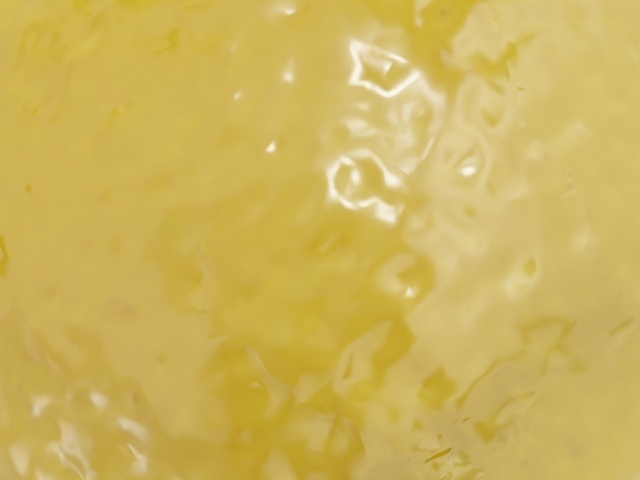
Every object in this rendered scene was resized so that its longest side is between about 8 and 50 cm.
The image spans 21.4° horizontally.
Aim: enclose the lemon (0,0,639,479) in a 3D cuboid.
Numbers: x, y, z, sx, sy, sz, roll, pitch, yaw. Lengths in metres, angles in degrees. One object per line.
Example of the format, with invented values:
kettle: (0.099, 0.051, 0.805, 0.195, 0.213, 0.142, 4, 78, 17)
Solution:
lemon: (0.002, 0.001, 0.600, 0.336, 0.336, 0.336, -157, 90, -84)
